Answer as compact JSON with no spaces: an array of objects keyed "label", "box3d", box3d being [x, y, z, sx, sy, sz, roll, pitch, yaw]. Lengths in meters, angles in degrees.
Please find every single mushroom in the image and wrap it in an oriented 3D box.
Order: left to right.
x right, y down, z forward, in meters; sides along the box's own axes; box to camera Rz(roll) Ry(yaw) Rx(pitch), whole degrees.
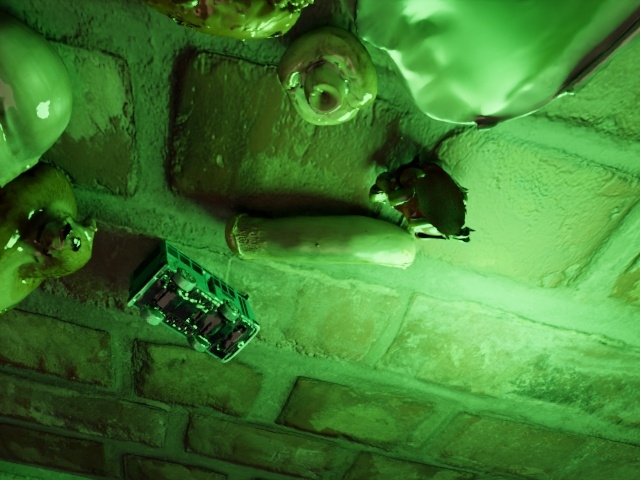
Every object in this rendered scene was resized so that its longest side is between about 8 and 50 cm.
[{"label":"mushroom","box3d":[-0.560,0.031,1.153,0.260,0.345,0.345,34,137,2]},{"label":"mushroom","box3d":[0.000,0.000,1.179,0.351,0.095,0.122,5,158,6]},{"label":"mushroom","box3d":[0.011,-0.229,0.899,0.148,0.112,0.148,2,130,2]}]

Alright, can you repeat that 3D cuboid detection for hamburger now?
[{"label":"hamburger","box3d":[-0.104,-0.345,0.713,0.261,0.245,0.211,-10,141,-34]}]

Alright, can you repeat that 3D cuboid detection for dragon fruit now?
[{"label":"dragon fruit","box3d":[0.169,-0.072,1.055,0.175,0.138,0.142,14,106,40]}]

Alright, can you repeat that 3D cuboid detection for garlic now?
[{"label":"garlic","box3d":[-0.534,-0.265,0.947,0.340,0.231,0.246,50,170,-16]}]

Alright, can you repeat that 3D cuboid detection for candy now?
[{"label":"candy","box3d":[0.215,-0.332,0.689,0.386,0.186,0.427,30,133,-34]}]

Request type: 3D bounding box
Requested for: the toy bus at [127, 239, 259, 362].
[{"label":"toy bus","box3d":[-0.260,0.127,1.319,0.128,0.147,0.256,-44,121,10]}]
